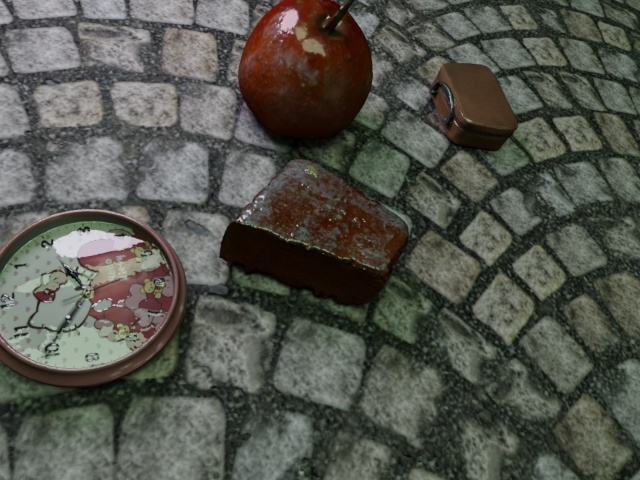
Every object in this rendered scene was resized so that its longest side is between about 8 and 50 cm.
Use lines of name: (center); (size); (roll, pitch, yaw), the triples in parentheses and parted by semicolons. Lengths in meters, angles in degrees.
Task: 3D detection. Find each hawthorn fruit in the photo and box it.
hawthorn fruit: (-0.033, -0.297, 0.871); (0.231, 0.263, 0.235); (26, 79, 26)

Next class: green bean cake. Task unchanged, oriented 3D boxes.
green bean cake: (0.000, 0.000, 0.763); (0.232, 0.097, 0.198); (31, 53, 3)

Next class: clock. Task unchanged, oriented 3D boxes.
clock: (-0.295, 0.066, 0.651); (0.244, 0.056, 0.244); (8, 59, -14)

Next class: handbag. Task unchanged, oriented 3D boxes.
handbag: (0.311, -0.284, 1.063); (0.151, 0.072, 0.193); (2, 60, -17)
